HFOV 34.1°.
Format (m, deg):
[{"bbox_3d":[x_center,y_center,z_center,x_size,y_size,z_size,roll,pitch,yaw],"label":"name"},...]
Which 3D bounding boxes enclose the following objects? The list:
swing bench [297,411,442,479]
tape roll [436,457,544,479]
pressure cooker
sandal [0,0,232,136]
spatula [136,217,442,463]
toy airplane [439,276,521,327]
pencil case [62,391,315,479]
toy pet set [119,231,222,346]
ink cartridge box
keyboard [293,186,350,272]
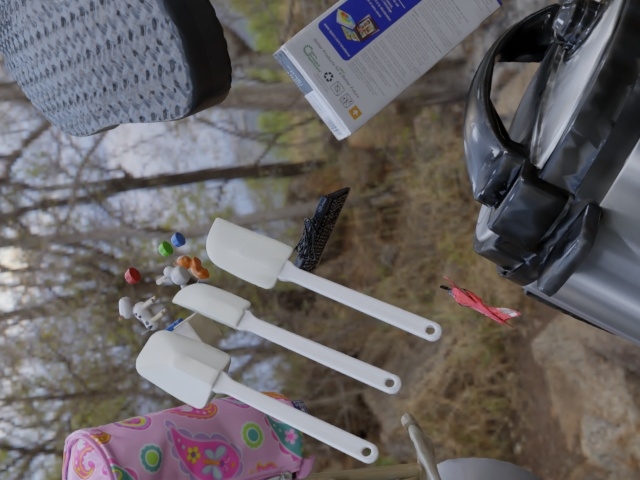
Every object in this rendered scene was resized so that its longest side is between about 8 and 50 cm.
[{"bbox_3d":[0.051,0.367,1.211,0.253,0.254,0.165,-111,0,-68],"label":"swing bench"},{"bbox_3d":[0.245,0.417,1.546,0.072,0.219,0.219,-70,-25,-47],"label":"tape roll"},{"bbox_3d":[0.352,-0.084,1.093,0.375,0.420,0.370,-63,1,2],"label":"pressure cooker"},{"bbox_3d":[-0.192,-0.184,0.980,0.445,0.107,0.167,15,128,52],"label":"sandal"},{"bbox_3d":[-0.030,0.092,0.923,0.168,0.242,0.019,-61,-20,-19],"label":"spatula"},{"bbox_3d":[0.255,0.103,1.665,0.028,0.151,0.151,-63,-7,-3],"label":"toy airplane"},{"bbox_3d":[-0.143,0.245,1.163,0.284,0.124,0.124,-3,-99,-42],"label":"pencil case"},{"bbox_3d":[-0.152,0.070,1.023,0.114,0.065,0.122,55,-156,-4],"label":"toy pet set"},{"bbox_3d":[0.114,-0.342,1.690,0.176,0.371,0.069,52,163,-9],"label":"ink cartridge box"},{"bbox_3d":[0.000,0.000,1.770,0.038,0.100,0.192,41,132,24],"label":"keyboard"}]
